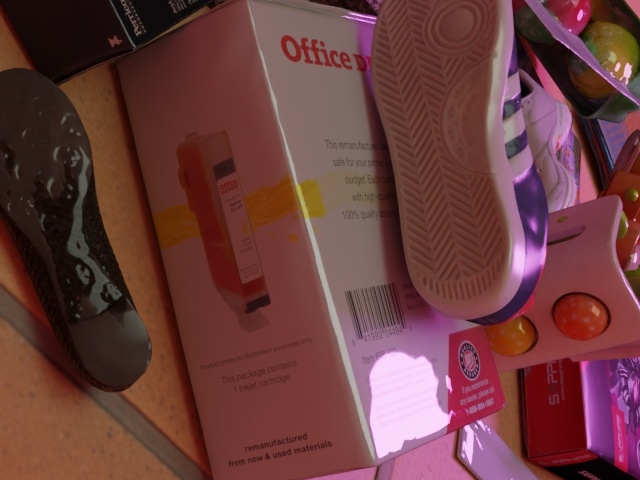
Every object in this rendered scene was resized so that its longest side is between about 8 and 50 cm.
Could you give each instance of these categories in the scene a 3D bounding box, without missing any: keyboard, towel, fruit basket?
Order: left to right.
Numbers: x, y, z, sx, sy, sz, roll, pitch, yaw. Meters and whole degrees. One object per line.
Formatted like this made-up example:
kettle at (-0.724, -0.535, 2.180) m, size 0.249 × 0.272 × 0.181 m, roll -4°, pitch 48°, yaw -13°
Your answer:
keyboard at (0.232, 0.294, 1.390) m, size 0.256 × 0.014 × 0.072 m, roll 47°, pitch 45°, yaw -34°
fruit basket at (0.351, -0.319, 1.697) m, size 0.353 × 0.165 × 0.327 m, roll 17°, pitch 37°, yaw -43°
towel at (0.565, -0.135, 2.084) m, size 0.370 × 0.040 × 0.271 m, roll -22°, pitch 95°, yaw -60°

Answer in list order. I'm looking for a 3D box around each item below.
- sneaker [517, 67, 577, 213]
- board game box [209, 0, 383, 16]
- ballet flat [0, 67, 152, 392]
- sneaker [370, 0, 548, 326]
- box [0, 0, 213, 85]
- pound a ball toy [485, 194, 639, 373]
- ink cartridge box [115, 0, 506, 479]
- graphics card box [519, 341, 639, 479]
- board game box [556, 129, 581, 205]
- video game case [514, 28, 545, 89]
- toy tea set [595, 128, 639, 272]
sneaker at (0.262, -0.119, 1.507) m, size 0.121 × 0.099 × 0.262 m, roll 41°, pitch 36°, yaw -29°
board game box at (0.034, -0.274, 1.235) m, size 0.291 × 0.141 × 0.232 m, roll 41°, pitch 44°, yaw -40°
ballet flat at (-0.190, -0.006, 0.851) m, size 0.084 × 0.058 × 0.250 m, roll -22°, pitch 89°, yaw -23°
sneaker at (0.132, -0.090, 1.024) m, size 0.148 × 0.131 × 0.350 m, roll 30°, pitch 56°, yaw -58°
box at (-0.199, -0.280, 0.918) m, size 0.261 × 0.103 × 0.184 m, roll 63°, pitch 30°, yaw -15°
pound a ball toy at (0.245, 0.094, 1.213) m, size 0.208 × 0.319 × 0.136 m, roll 58°, pitch 35°, yaw -23°
ink cartridge box at (0.000, 0.000, 1.032) m, size 0.279 × 0.160 × 0.384 m, roll -4°, pitch 79°, yaw -58°
graphics card box at (0.398, 0.233, 1.595) m, size 0.371 × 0.094 × 0.233 m, roll 35°, pitch 47°, yaw -46°
board game box at (0.362, -0.113, 1.717) m, size 0.154 × 0.026 × 0.103 m, roll 24°, pitch 68°, yaw -66°
video game case at (0.237, -0.203, 1.613) m, size 0.300 × 0.036 × 0.329 m, roll 58°, pitch 35°, yaw -22°
toy tea set at (0.461, -0.013, 1.702) m, size 0.124 × 0.200 × 0.336 m, roll 25°, pitch 38°, yaw 8°
